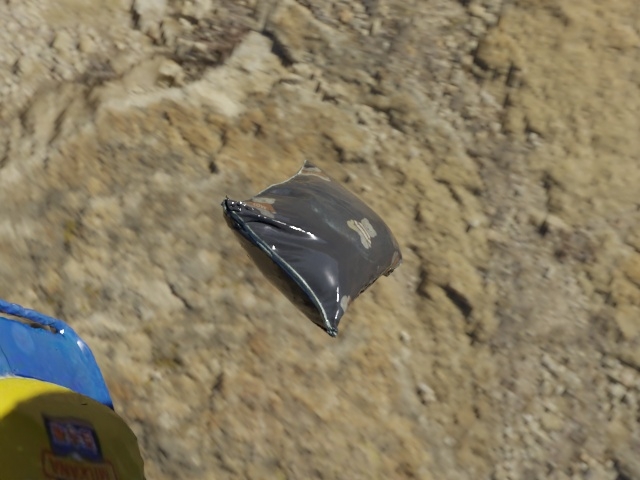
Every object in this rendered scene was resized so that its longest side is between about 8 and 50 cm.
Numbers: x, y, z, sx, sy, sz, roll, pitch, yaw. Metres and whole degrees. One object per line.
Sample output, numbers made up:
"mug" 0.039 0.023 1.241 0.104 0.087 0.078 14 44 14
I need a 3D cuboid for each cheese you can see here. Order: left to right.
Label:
"cheese" -0.058 0.131 0.478 0.069 0.270 0.177 -36 152 15

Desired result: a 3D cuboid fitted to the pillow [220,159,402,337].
"pillow" 0.000 -0.001 0.862 0.090 0.150 0.048 35 110 8
